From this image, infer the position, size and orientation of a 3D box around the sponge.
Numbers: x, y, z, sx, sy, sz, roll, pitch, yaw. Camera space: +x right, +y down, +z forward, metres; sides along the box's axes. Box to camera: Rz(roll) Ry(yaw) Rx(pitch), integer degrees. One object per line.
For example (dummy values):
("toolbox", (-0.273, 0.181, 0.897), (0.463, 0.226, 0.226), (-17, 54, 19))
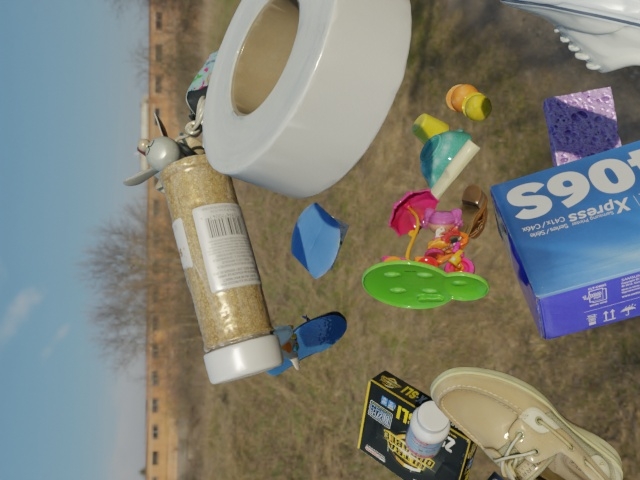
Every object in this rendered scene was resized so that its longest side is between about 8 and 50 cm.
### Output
("sponge", (0.474, -0.160, 1.182), (0.031, 0.117, 0.210), (43, -141, -80))

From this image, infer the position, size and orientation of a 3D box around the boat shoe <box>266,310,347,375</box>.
("boat shoe", (-0.049, 0.248, 1.719), (0.109, 0.258, 0.089), (59, -166, -14))

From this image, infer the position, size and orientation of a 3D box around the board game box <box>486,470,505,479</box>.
("board game box", (0.420, 0.740, 1.787), (0.042, 0.243, 0.165), (40, 176, 36))

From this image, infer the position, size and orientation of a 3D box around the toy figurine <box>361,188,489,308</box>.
("toy figurine", (0.154, -0.002, 0.940), (0.130, 0.173, 0.159), (62, -146, -52))

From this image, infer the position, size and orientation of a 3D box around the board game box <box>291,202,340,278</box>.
("board game box", (0.000, 0.000, 1.441), (0.168, 0.033, 0.133), (44, 116, 46))

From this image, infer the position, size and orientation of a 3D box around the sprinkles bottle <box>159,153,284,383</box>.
("sprinkles bottle", (-0.160, 0.044, 1.065), (0.121, 0.121, 0.355), (127, 128, -73))

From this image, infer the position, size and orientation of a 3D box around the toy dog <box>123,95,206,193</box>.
("toy dog", (-0.362, -0.199, 1.498), (0.334, 0.161, 0.220), (118, 175, -67))

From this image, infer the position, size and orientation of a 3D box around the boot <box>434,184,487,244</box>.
("boot", (0.350, -0.027, 1.598), (0.197, 0.073, 0.152), (-57, -27, -4))

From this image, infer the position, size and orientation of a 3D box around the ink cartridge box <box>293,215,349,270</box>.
("ink cartridge box", (0.003, 0.001, 1.739), (0.056, 0.099, 0.135), (-19, 47, 65))

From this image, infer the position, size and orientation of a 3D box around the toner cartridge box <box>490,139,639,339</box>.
("toner cartridge box", (0.361, -0.030, 0.651), (0.165, 0.347, 0.075), (-98, -14, -45))

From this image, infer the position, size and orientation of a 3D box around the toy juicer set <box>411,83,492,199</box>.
("toy juicer set", (0.278, -0.188, 1.340), (0.209, 0.089, 0.329), (-44, 25, 37))

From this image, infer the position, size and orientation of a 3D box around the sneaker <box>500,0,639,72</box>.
("sneaker", (0.313, -0.236, 0.740), (0.094, 0.258, 0.091), (-31, -41, -46))

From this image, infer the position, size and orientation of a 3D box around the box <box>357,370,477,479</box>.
("box", (0.260, 0.541, 1.806), (0.322, 0.079, 0.257), (27, 121, 34))

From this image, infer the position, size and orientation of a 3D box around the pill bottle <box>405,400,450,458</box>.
("pill bottle", (0.235, 0.411, 1.447), (0.160, 0.087, 0.087), (90, 175, -55))

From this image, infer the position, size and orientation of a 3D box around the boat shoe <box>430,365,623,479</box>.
("boat shoe", (0.285, 0.279, 0.906), (0.109, 0.302, 0.098), (-55, 5, 33))

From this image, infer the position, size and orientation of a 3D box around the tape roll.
("tape roll", (-0.027, -0.193, 0.753), (0.286, 0.100, 0.286), (-31, 51, 47))

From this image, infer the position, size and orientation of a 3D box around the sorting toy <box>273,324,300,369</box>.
("sorting toy", (-0.059, 0.211, 1.287), (0.083, 0.044, 0.075), (-123, 12, -69))

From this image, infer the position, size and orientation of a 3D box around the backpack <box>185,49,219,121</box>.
("backpack", (-0.192, -0.364, 1.637), (0.225, 0.191, 0.254), (53, -147, -36))
